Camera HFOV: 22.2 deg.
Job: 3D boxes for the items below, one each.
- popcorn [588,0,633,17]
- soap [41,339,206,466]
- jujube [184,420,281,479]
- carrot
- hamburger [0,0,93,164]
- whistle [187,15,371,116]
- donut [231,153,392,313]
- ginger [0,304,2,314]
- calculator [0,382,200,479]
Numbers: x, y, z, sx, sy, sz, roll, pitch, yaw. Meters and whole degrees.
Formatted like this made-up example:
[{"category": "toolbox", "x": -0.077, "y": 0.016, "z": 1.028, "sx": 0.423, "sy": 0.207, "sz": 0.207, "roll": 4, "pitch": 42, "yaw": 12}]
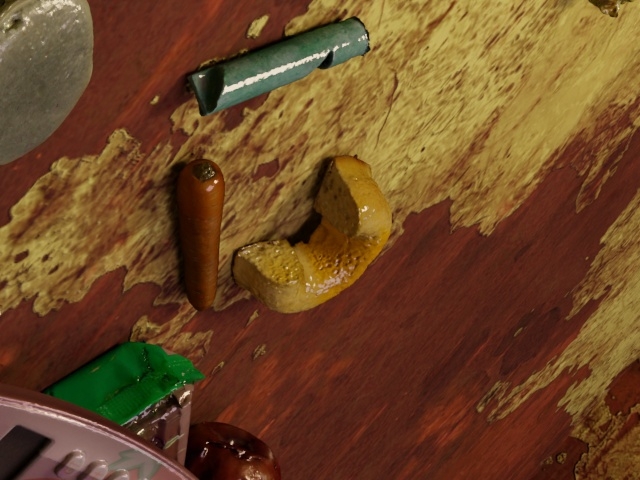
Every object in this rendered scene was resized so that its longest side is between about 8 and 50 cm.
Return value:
[{"category": "popcorn", "x": 0.313, "y": -0.276, "z": 1.721, "sx": 0.083, "sy": 0.059, "sz": 0.068, "roll": -35, "pitch": 157, "yaw": -45}, {"category": "soap", "x": -0.220, "y": 0.233, "z": 1.606, "sx": 0.218, "sy": 0.098, "sz": 0.273, "roll": -33, "pitch": 154, "yaw": -28}, {"category": "jujube", "x": -0.143, "y": 0.347, "z": 1.817, "sx": 0.197, "sy": 0.197, "sz": 0.290, "roll": 0, "pitch": 115, "yaw": -60}, {"category": "carrot", "x": -0.108, "y": 0.002, "z": 1.482, "sx": 0.043, "sy": 0.043, "sz": 0.248, "roll": -36, "pitch": 157, "yaw": -22}, {"category": "hamburger", "x": -0.210, "y": -0.115, "z": 1.078, "sx": 0.133, "sy": 0.062, "sz": 0.140, "roll": -39, "pitch": 155, "yaw": -26}, {"category": "whistle", "x": -0.034, "y": -0.146, "z": 1.361, "sx": 0.186, "sy": 0.039, "sz": 0.039, "roll": -26, "pitch": 150, "yaw": -40}, {"category": "donut", "x": 0.002, "y": 0.005, "z": 1.637, "sx": 0.181, "sy": 0.078, "sz": 0.146, "roll": -44, "pitch": 155, "yaw": 1}, {"category": "ginger", "x": -0.275, "y": 0.058, "z": 1.297, "sx": 0.097, "sy": 0.030, "sz": 0.048, "roll": -53, "pitch": 155, "yaw": 20}, {"category": "calculator", "x": -0.249, "y": 0.236, "z": 1.449, "sx": 0.220, "sy": 0.048, "sz": 0.329, "roll": -45, "pitch": 129, "yaw": 14}]
